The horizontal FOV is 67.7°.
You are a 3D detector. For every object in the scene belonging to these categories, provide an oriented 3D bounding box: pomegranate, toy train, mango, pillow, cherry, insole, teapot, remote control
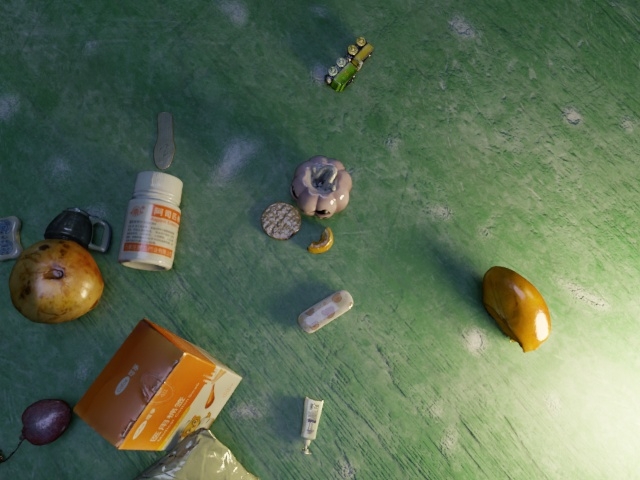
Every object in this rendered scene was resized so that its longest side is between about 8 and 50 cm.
[{"bbox_3d":[-0.663,0.108,1.208,0.216,0.215,0.215,1,76,-5],"label":"pomegranate"},{"bbox_3d":[0.094,-0.557,1.511,0.081,0.060,0.202,41,76,-2],"label":"toy train"},{"bbox_3d":[0.539,0.178,1.324,0.126,0.154,0.252,-33,94,-19],"label":"mango"},{"bbox_3d":[-0.308,0.594,1.106,0.281,0.076,0.274,-35,124,-12],"label":"pillow"},{"bbox_3d":[-0.714,0.462,1.170,0.226,0.090,0.107,-26,91,-2],"label":"cherry"},{"bbox_3d":[-0.465,-0.299,1.422,0.064,0.004,0.188,-1,76,-7],"label":"insole"},{"bbox_3d":[-0.651,-0.033,1.287,0.149,0.111,0.108,6,61,2],"label":"teapot"},{"bbox_3d":[-0.853,-0.006,1.299,0.074,0.032,0.122,-11,78,-8],"label":"remote control"}]

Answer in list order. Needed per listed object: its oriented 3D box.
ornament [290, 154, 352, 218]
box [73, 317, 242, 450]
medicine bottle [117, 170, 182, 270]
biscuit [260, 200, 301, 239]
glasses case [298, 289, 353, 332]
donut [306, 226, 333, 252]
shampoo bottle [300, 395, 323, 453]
[{"bbox_3d":[0.002,-0.153,1.346,0.178,0.177,0.177,1,76,-5],"label":"ornament"},{"bbox_3d":[-0.348,0.342,1.087,0.143,0.341,0.225,28,74,23],"label":"box"},{"bbox_3d":[-0.456,-0.051,1.291,0.145,0.144,0.252,3,75,-4],"label":"medicine bottle"},{"bbox_3d":[-0.114,-0.058,1.387,0.120,0.015,0.120,1,76,-4],"label":"biscuit"},{"bbox_3d":[0.015,0.196,1.321,0.164,0.041,0.063,-30,81,-11],"label":"glasses case"},{"bbox_3d":[0.000,0.000,1.371,0.083,0.038,0.067,-9,80,-9],"label":"donut"},{"bbox_3d":[-0.029,0.484,1.249,0.049,0.034,0.141,14,75,-9],"label":"shampoo bottle"}]
